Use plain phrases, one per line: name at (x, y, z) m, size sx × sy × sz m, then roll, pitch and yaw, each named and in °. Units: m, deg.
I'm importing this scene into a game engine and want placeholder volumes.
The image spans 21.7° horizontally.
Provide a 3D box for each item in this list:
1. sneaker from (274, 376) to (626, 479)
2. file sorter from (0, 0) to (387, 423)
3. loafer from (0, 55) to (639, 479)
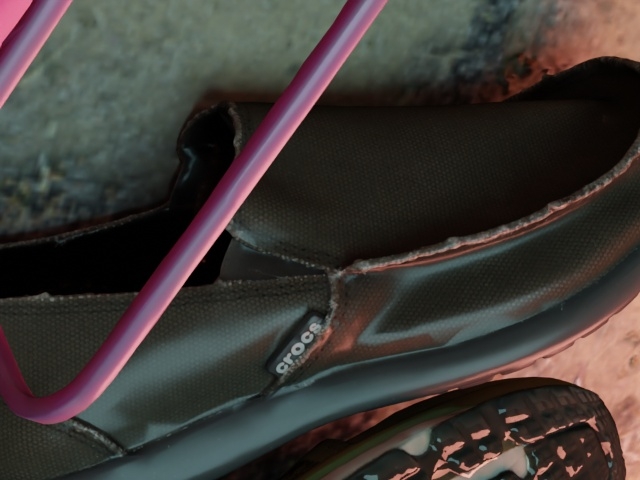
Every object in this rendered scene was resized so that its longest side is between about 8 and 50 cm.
sneaker at (-0.058, 0.160, 0.748) m, size 0.410 × 0.182 × 0.158 m, roll -28°, pitch 120°, yaw -11°
file sorter at (-0.148, -0.107, 0.389) m, size 0.290 × 0.182 × 0.202 m, roll 25°, pitch 107°, yaw -37°
loafer at (0.000, 0.000, 0.701) m, size 0.365 × 0.134 × 0.130 m, roll -25°, pitch 115°, yaw -13°
